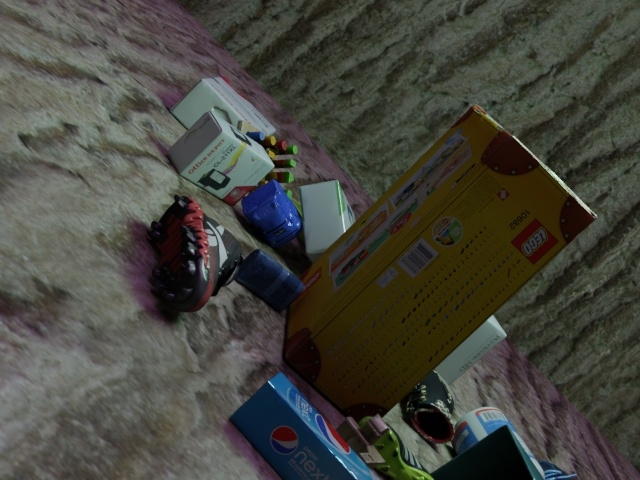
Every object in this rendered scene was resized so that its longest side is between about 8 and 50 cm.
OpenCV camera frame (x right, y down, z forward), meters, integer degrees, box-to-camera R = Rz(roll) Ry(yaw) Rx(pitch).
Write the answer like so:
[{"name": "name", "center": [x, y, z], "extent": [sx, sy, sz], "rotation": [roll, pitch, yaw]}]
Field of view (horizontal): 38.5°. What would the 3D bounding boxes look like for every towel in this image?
[{"name": "towel", "center": [-0.086, 0.069, 1.575], "extent": [0.119, 0.067, 0.029], "rotation": [40, 10, -29]}]

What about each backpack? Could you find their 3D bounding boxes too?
[{"name": "backpack", "center": [-0.096, -0.043, 1.886], "extent": [0.120, 0.098, 0.101], "rotation": [54, 14, -34]}]

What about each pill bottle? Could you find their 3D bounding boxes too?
[{"name": "pill bottle", "center": [0.343, 0.429, 1.721], "extent": [0.124, 0.124, 0.221], "rotation": [38, 14, -36]}]

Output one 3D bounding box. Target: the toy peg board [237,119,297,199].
[{"name": "toy peg board", "center": [-0.120, -0.169, 2.047], "extent": [0.160, 0.079, 0.161], "rotation": [28, 66, -59]}]

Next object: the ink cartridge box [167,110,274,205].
[{"name": "ink cartridge box", "center": [-0.199, -0.161, 1.838], "extent": [0.175, 0.127, 0.072], "rotation": [31, 21, -51]}]

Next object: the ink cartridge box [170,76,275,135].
[{"name": "ink cartridge box", "center": [-0.230, -0.290, 2.226], "extent": [0.197, 0.114, 0.273], "rotation": [46, 11, -4]}]

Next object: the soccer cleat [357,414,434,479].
[{"name": "soccer cleat", "center": [0.112, 0.333, 1.405], "extent": [0.179, 0.060, 0.072], "rotation": [50, 0, -14]}]

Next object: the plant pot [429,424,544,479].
[{"name": "plant pot", "center": [0.304, 0.450, 1.420], "extent": [0.234, 0.165, 0.166], "rotation": [51, 9, -16]}]

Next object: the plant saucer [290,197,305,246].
[{"name": "plant saucer", "center": [0.000, 0.000, 2.211], "extent": [0.188, 0.045, 0.188], "rotation": [35, 15, -42]}]

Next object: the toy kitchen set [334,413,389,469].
[{"name": "toy kitchen set", "center": [0.057, 0.285, 1.319], "extent": [0.083, 0.068, 0.075], "rotation": [50, 12, 25]}]

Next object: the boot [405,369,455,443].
[{"name": "boot", "center": [0.179, 0.273, 1.766], "extent": [0.236, 0.085, 0.178], "rotation": [49, 12, -6]}]

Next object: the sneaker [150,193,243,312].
[{"name": "sneaker", "center": [-0.168, 0.033, 1.315], "extent": [0.135, 0.097, 0.276], "rotation": [38, 11, -23]}]

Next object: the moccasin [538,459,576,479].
[{"name": "moccasin", "center": [0.445, 0.513, 1.760], "extent": [0.117, 0.137, 0.342], "rotation": [45, 10, -12]}]

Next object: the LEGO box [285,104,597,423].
[{"name": "LEGO box", "center": [0.177, 0.028, 1.571], "extent": [0.193, 0.500, 0.372], "rotation": [43, 12, -10]}]

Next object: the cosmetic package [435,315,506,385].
[{"name": "cosmetic package", "center": [0.204, 0.155, 1.971], "extent": [0.385, 0.217, 0.156], "rotation": [34, 17, -41]}]

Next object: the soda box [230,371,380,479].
[{"name": "soda box", "center": [-0.010, 0.266, 1.128], "extent": [0.210, 0.071, 0.067], "rotation": [47, 11, 6]}]

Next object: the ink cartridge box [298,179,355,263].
[{"name": "ink cartridge box", "center": [0.025, -0.016, 1.973], "extent": [0.212, 0.093, 0.154], "rotation": [62, 19, -68]}]
